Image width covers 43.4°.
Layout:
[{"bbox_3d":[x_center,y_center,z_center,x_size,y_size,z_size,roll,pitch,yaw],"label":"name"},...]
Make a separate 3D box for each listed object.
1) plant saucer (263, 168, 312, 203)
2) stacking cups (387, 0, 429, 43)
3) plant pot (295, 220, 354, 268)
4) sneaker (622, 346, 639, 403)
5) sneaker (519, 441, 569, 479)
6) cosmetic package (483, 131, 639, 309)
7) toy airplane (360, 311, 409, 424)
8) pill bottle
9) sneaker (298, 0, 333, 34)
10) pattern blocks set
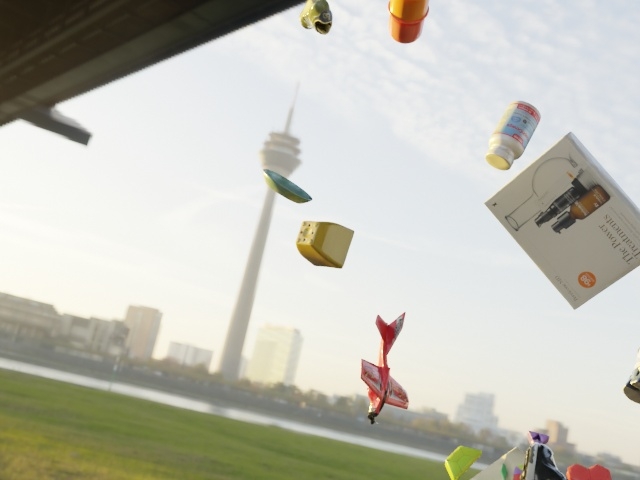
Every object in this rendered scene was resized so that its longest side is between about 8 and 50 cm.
[{"bbox_3d":[-0.072,-0.107,1.650,0.119,0.021,0.119,31,10,-6],"label":"plant saucer"},{"bbox_3d":[0.152,-0.453,1.350,0.096,0.096,0.316,12,-29,5],"label":"stacking cups"},{"bbox_3d":[0.000,0.000,1.549,0.082,0.081,0.083,4,-20,46],"label":"plant pot"},{"bbox_3d":[0.801,0.233,1.761,0.127,0.182,0.315,32,-36,-15],"label":"sneaker"},{"bbox_3d":[0.368,0.427,1.246,0.124,0.107,0.283,11,24,12],"label":"sneaker"},{"bbox_3d":[0.662,-0.050,2.112,0.284,0.377,0.097,-44,-8,33],"label":"cosmetic package"},{"bbox_3d":[0.080,0.159,1.023,0.028,0.151,0.151,2,-16,31],"label":"toy airplane"},{"bbox_3d":[0.459,-0.250,1.931,0.087,0.160,0.087,27,-19,10],"label":"pill bottle"},{"bbox_3d":[-0.009,-0.590,2.171,0.064,0.086,0.192,-23,-2,-12],"label":"sneaker"},{"bbox_3d":[0.356,0.475,1.485,0.285,0.325,0.026,25,-43,31],"label":"pattern blocks set"}]
